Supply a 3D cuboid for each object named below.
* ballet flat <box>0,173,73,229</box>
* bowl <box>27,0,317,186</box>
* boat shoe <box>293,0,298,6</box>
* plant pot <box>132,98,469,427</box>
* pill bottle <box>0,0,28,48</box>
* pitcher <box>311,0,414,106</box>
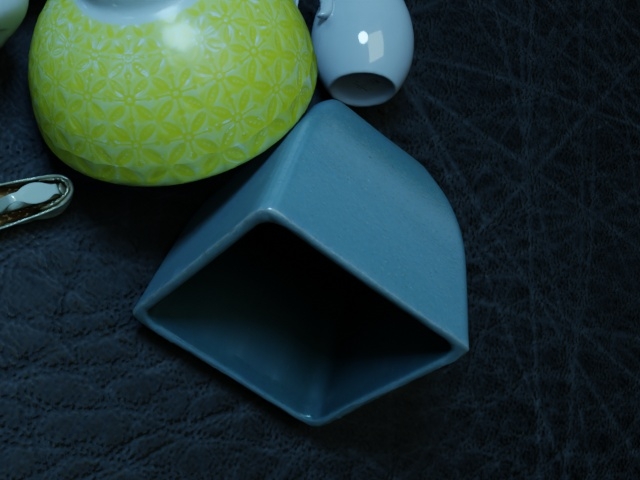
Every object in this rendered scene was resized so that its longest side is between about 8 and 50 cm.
[{"bbox_3d":[-0.317,-0.034,0.868,0.168,0.052,0.057,-23,91,-33],"label":"ballet flat"},{"bbox_3d":[-0.153,-0.207,0.858,0.290,0.156,0.289,-4,51,5],"label":"bowl"},{"bbox_3d":[-0.054,-0.255,1.082,0.063,0.066,0.184,33,60,-37],"label":"boat shoe"},{"bbox_3d":[0.000,0.000,0.952,0.248,0.247,0.252,35,46,-20],"label":"plant pot"},{"bbox_3d":[-0.424,-0.279,0.785,0.323,0.181,0.181,50,58,-12],"label":"pill bottle"},{"bbox_3d":[0.033,-0.282,1.099,0.178,0.125,0.207,21,61,-41],"label":"pitcher"}]
